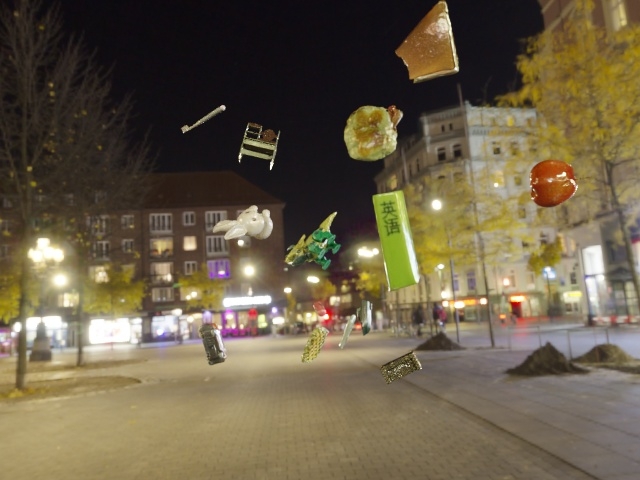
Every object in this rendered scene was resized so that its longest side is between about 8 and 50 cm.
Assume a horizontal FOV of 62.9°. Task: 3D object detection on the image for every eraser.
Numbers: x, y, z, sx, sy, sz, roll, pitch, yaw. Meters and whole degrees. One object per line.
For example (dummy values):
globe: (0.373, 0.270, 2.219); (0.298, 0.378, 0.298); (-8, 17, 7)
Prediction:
eraser: (0.218, -0.003, 1.503); (0.092, 0.274, 0.210); (-10, 3, 12)

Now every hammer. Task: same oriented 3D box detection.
hammer: (-0.003, 0.298, 2.269); (0.043, 0.043, 0.083); (-1, 24, -21)

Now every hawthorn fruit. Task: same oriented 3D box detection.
hawthorn fruit: (0.608, -0.149, 1.367); (0.140, 0.125, 0.125); (-8, -7, -10)

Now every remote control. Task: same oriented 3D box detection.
remote control: (0.122, 0.416, 2.387); (0.029, 0.162, 0.061); (25, 26, 12)

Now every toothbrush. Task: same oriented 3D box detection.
toothbrush: (-0.600, -0.616, 2.665); (0.342, 0.030, 0.025); (-14, 25, 39)

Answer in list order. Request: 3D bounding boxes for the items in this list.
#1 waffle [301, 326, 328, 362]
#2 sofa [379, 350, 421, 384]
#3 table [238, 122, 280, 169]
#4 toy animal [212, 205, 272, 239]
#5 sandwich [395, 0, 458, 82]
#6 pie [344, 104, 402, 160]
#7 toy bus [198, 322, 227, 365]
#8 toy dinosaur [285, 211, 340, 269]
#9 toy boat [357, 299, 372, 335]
waffle: (-0.026, 0.448, 2.250); (0.036, 0.169, 0.183); (25, -1, 22)
sofa: (0.250, 0.395, 1.626); (0.118, 0.060, 0.039); (-29, -3, 12)
table: (-0.268, -0.414, 2.306); (0.146, 0.175, 0.062); (14, -16, 1)
toy animal: (-0.269, -0.063, 1.868); (0.103, 0.131, 0.220); (38, 19, 22)
sandwich: (0.344, -0.647, 1.723); (0.186, 0.220, 0.108); (-8, 7, 21)
pie: (0.236, -0.501, 2.428); (0.257, 0.275, 0.105); (10, -9, 14)
toy bus: (-0.449, 0.428, 2.196); (0.079, 0.174, 0.077); (-16, 4, 14)
toy dinosaur: (0.000, 0.000, 1.793); (0.153, 0.259, 0.094); (24, -28, 39)
toy boat: (0.178, 0.314, 2.104); (0.060, 0.141, 0.055); (-3, -16, 15)
